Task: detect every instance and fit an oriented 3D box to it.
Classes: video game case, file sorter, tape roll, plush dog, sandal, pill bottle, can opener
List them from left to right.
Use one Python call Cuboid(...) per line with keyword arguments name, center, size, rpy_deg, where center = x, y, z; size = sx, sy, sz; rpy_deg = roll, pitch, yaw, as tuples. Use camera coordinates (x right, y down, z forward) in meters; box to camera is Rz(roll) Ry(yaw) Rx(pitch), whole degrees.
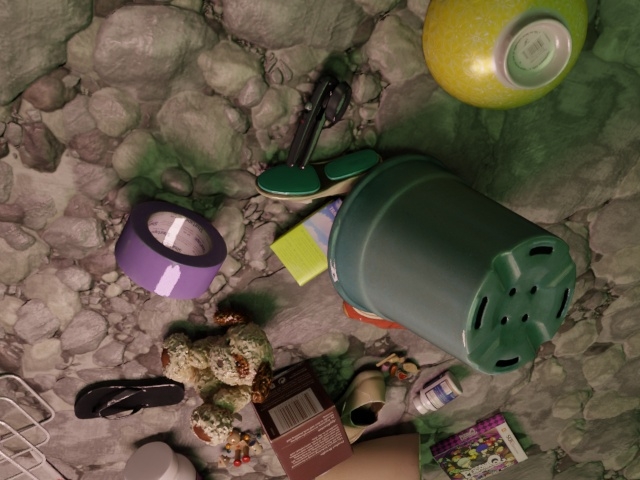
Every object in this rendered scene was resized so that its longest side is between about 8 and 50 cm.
Cuboid(name="file sorter", center=(-0.697, 0.455, 1.324), size=(0.173, 0.277, 0.193), rpy_deg=(-23, 126, 3))
Cuboid(name="sandal", center=(-0.445, 0.369, 1.451), size=(0.254, 0.054, 0.097), rpy_deg=(-10, 126, -5))
Cuboid(name="pill bottle", center=(-0.377, 0.649, 1.593), size=(0.169, 0.169, 0.301), rpy_deg=(-17, 127, 0))
Cuboid(name="tape roll", center=(-0.273, 0.015, 1.154), size=(0.189, 0.189, 0.080), rpy_deg=(22, 117, -24))
Cuboid(name="plush dog", center=(-0.188, 0.275, 1.362), size=(0.225, 0.262, 0.210), rpy_deg=(-44, 156, 30))
Cuboid(name="can opener", center=(-0.013, -0.209, 1.118), size=(0.059, 0.073, 0.186), rpy_deg=(19, 116, -30))
Cuboid(name="pill bottle", center=(0.300, 0.395, 1.616), size=(0.120, 0.067, 0.067), rpy_deg=(-38, 124, 15))
Cuboid(name="video game case", center=(0.462, 0.617, 1.822), size=(0.232, 0.042, 0.210), rpy_deg=(-29, 124, 9))

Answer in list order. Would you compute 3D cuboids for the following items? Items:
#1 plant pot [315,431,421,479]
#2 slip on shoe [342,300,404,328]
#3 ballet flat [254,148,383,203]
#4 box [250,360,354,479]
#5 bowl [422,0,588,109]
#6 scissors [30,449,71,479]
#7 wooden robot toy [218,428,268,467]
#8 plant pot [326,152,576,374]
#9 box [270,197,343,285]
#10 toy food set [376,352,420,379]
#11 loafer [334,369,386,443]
Cuboid(name="plant pot", center=(0.130, 0.640, 1.668), size=(0.274, 0.256, 0.256), rpy_deg=(-1, 127, 9))
Cuboid(name="slip on shoe", center=(0.198, 0.152, 1.410), size=(0.331, 0.123, 0.101), rpy_deg=(11, 153, -24))
Cuboid(name="ballet flat", center=(0.001, -0.108, 1.198), size=(0.248, 0.086, 0.086), rpy_deg=(-11, 126, -5))
Cuboid(name="box", center=(-0.047, 0.436, 1.491), size=(0.168, 0.167, 0.203), rpy_deg=(-26, 128, -12))
Cuboid(name="bowl", center=(0.333, -0.336, 1.053), size=(0.289, 0.156, 0.289), rpy_deg=(-6, 125, -8))
Cuboid(name="scissors", center=(-0.666, 0.628, 1.608), size=(0.109, 0.021, 0.297), rpy_deg=(-30, 127, 12))
Cuboid(name="wooden robot toy", center=(-0.205, 0.516, 1.599), size=(0.173, 0.076, 0.079), rpy_deg=(-28, 115, 8))
Cuboid(name="plant pot", center=(0.242, 0.051, 1.131), size=(0.341, 0.334, 0.341), rpy_deg=(-15, 119, -28))
Cuboid(name="box", center=(0.000, 0.000, 1.262), size=(0.178, 0.042, 0.109), rpy_deg=(-34, 100, 18))
Cuboid(name="toy food set", center=(0.189, 0.314, 1.568), size=(0.078, 0.019, 0.122), rpy_deg=(-35, 132, 14))
Cuboid(name="loafer", center=(0.089, 0.440, 1.584), size=(0.102, 0.092, 0.268), rpy_deg=(9, 126, -17))
